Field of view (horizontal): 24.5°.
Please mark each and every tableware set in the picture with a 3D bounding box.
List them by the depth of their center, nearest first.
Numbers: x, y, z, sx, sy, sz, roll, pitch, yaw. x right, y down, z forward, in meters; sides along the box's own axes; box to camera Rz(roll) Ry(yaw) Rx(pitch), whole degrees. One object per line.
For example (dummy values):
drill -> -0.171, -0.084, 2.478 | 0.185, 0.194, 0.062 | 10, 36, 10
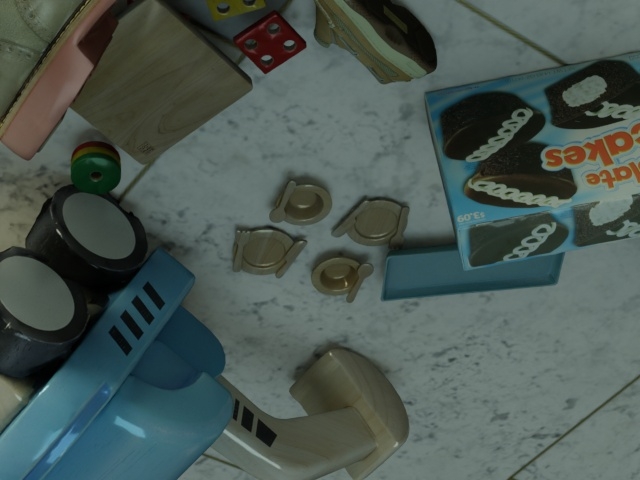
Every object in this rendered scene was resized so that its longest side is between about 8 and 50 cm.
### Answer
tableware set -> 0.000, 0.000, 1.472 | 0.168, 0.020, 0.141 | 15, 130, -21

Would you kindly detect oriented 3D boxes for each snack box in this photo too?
snack box -> 0.266, -0.085, 1.310 | 0.321, 0.187, 0.060 | -11, 135, 2

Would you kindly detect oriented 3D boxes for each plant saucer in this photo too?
plant saucer -> 0.156, 0.026, 1.513 | 0.192, 0.018, 0.067 | -4, 135, -10

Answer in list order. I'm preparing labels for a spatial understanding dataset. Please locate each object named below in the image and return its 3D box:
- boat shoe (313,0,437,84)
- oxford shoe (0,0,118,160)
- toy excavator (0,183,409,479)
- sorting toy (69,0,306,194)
boat shoe -> 0.022, -0.190, 1.261 | 0.072, 0.068, 0.190 | -22, 134, 29
oxford shoe -> -0.184, -0.250, 1.101 | 0.146, 0.140, 0.397 | 30, 107, -11
toy excavator -> -0.142, 0.160, 1.442 | 0.445, 0.433, 0.222 | 42, 120, -6
sorting toy -> -0.144, -0.154, 1.281 | 0.274, 0.046, 0.132 | -33, 130, 23
